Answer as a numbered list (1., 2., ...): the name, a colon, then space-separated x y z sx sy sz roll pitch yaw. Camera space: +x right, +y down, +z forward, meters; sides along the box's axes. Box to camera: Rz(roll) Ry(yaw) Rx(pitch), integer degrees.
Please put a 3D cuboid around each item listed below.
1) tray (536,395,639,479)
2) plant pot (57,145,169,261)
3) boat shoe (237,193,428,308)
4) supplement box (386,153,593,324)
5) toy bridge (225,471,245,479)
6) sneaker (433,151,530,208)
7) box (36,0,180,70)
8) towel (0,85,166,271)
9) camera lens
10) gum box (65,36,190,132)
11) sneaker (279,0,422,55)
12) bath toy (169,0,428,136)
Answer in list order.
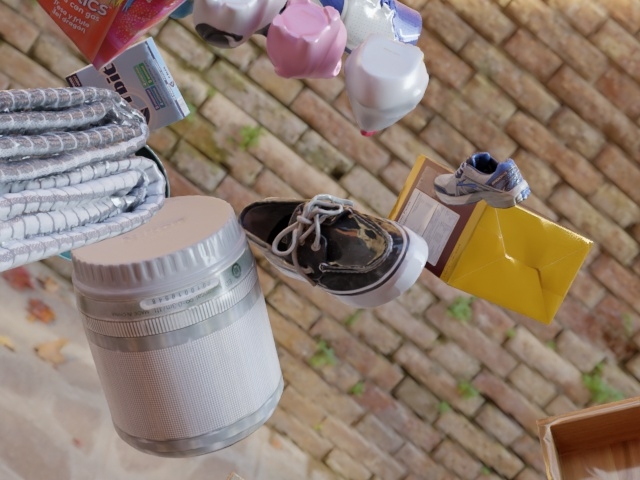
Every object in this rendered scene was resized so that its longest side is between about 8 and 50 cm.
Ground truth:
1. tray: 0.349 0.336 1.030 0.411 0.202 0.076 -91 161 -47
2. plant pot: -0.479 -0.120 2.211 0.293 0.293 0.196 29 10 -28
3. boat shoe: 0.002 -0.004 1.266 0.105 0.113 0.306 36 -8 -32
4. supplement box: 0.222 -0.003 1.442 0.191 0.129 0.194 21 10 -31
5. toy bridge: -0.090 0.382 1.531 0.063 0.026 0.188 39 -10 -16
6. sneaker: 0.177 -0.074 1.193 0.052 0.135 0.058 -36 114 -31
7. box: -0.162 -0.287 1.019 0.123 0.128 0.257 49 33 -13
8. towel: -0.276 -0.025 0.762 0.283 0.235 0.121 -27 99 -69
9. camera lens: -0.172 0.108 1.292 0.219 0.219 0.274 -86 165 -66
10. gum box: -0.359 -0.271 1.965 0.157 0.184 0.041 63 24 -17
11. sneaker: 0.039 -0.402 1.634 0.315 0.182 0.127 13 41 -25
12. bath toy: -0.033 -0.236 1.246 0.348 0.129 0.151 31 54 13
